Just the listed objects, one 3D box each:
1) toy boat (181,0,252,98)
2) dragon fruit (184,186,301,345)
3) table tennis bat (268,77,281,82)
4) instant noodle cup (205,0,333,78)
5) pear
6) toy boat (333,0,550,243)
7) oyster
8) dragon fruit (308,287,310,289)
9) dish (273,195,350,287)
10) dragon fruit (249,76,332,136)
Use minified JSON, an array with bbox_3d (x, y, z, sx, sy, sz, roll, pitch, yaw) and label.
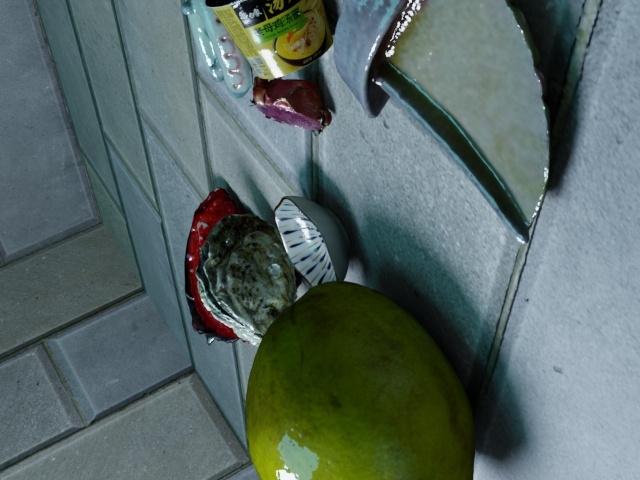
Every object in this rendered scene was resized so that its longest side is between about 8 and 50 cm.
[{"bbox_3d":[-0.180,-0.337,1.471,0.134,0.079,0.207,49,157,42],"label":"toy boat"},{"bbox_3d":[-0.181,0.076,1.860,0.100,0.282,0.343,19,-157,-51],"label":"dragon fruit"},{"bbox_3d":[-0.085,-0.271,1.404,0.098,0.019,0.154,43,149,44],"label":"table tennis bat"},{"bbox_3d":[-0.059,-0.289,1.138,0.151,0.151,0.122,33,152,55],"label":"instant noodle cup"},{"bbox_3d":[0.051,0.269,1.291,0.352,0.352,0.413,101,148,-59],"label":"pear"},{"bbox_3d":[0.131,-0.180,0.873,0.293,0.111,0.276,37,149,27],"label":"toy boat"},{"bbox_3d":[-0.141,0.081,1.680,0.112,0.198,0.267,114,159,-70],"label":"oyster"},{"bbox_3d":[-0.005,0.164,1.597,0.130,0.121,0.142,37,143,-25],"label":"dragon fruit"},{"bbox_3d":[0.000,0.000,1.450,0.190,0.066,0.190,48,155,31],"label":"dish"},{"bbox_3d":[-0.038,-0.206,1.273,0.112,0.126,0.068,176,112,-75],"label":"dragon fruit"}]
